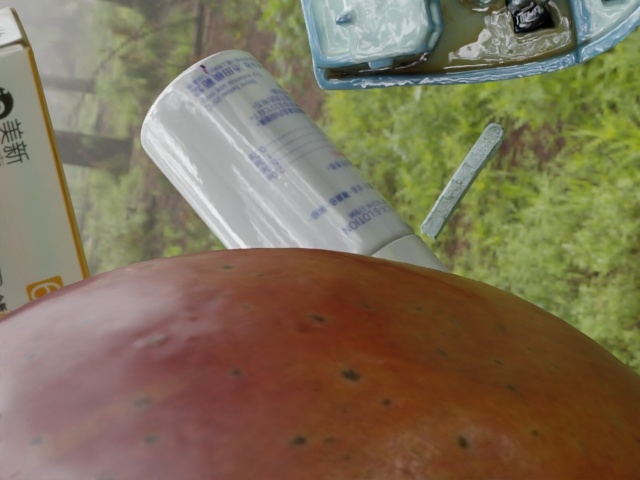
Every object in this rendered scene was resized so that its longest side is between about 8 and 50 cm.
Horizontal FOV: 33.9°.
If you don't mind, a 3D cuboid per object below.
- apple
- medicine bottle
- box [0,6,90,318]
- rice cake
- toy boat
[{"bbox_3d":[0.004,0.166,0.405,0.295,0.365,0.329,7,107,59],"label":"apple"},{"bbox_3d":[0.000,0.000,0.876,0.341,0.130,0.130,48,151,16],"label":"medicine bottle"},{"bbox_3d":[-0.291,-0.015,0.764,0.091,0.221,0.274,-127,28,-51],"label":"box"},{"bbox_3d":[0.130,-0.054,0.957,0.121,0.021,0.022,-57,-10,2],"label":"rice cake"},{"bbox_3d":[0.135,-0.203,0.871,0.133,0.332,0.145,-27,-71,-65],"label":"toy boat"}]
